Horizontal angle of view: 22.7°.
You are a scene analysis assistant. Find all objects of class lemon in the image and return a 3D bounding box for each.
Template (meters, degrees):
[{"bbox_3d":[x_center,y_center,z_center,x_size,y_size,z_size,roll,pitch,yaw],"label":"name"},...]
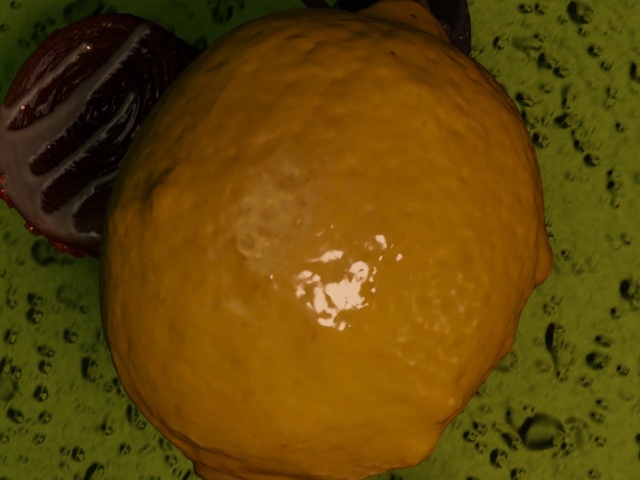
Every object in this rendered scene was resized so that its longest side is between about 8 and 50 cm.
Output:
[{"bbox_3d":[0.000,0.000,0.858,0.233,0.233,0.288,21,81,25],"label":"lemon"}]

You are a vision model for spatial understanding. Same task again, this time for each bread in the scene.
[{"bbox_3d":[-0.129,-0.062,1.009,0.160,0.073,0.160,-5,78,22],"label":"bread"}]

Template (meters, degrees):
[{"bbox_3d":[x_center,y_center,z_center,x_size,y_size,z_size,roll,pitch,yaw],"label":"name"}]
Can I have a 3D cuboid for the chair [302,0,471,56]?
[{"bbox_3d":[0.021,-0.174,0.913,0.104,0.221,0.095,2,56,25],"label":"chair"}]
